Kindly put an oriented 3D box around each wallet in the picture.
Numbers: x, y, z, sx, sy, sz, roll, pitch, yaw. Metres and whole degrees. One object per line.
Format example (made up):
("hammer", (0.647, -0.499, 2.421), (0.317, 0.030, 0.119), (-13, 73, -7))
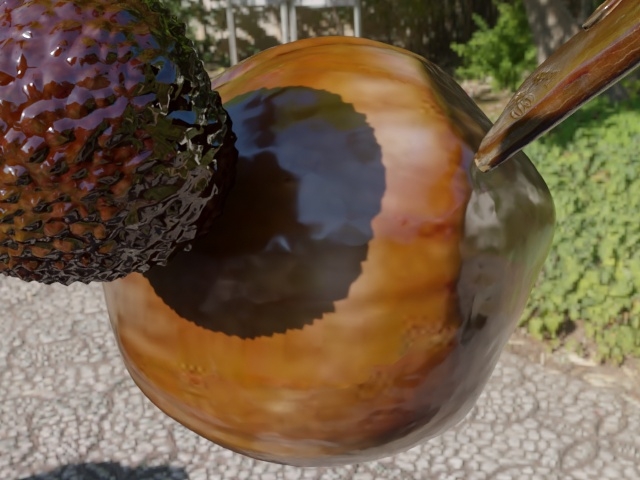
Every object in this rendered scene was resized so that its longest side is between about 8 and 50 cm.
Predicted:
("wallet", (0.156, -0.108, 0.465), (0.095, 0.026, 0.176), (-54, 7, -37))

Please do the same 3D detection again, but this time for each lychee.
("lychee", (-0.143, -0.062, 0.498), (0.195, 0.194, 0.194), (-3, 18, 1))

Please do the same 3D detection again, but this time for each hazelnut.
("hazelnut", (0.000, 0.000, 0.697), (0.373, 0.315, 0.372), (-1, 58, 1))
